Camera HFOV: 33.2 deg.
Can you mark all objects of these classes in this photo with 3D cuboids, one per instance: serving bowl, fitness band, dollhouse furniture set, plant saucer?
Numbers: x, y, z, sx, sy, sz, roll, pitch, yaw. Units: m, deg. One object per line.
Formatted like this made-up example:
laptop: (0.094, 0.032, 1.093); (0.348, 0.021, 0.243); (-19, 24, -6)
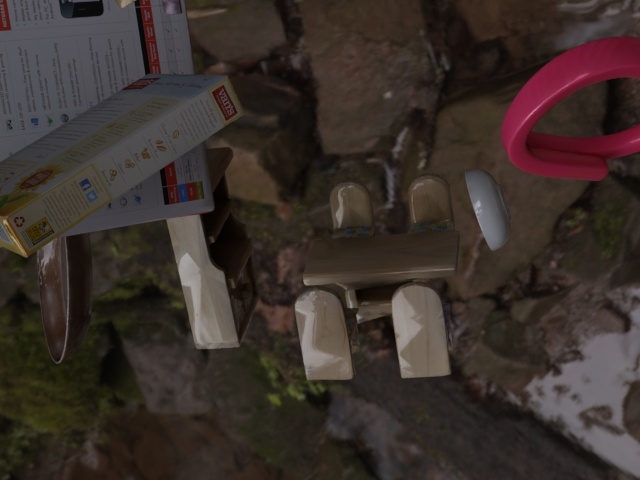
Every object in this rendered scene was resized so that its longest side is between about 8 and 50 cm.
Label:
serving bowl: (0.168, -0.033, 1.048); (0.027, 0.083, 0.083); (-18, 97, 15)
fitness band: (0.340, -0.154, 1.266); (0.209, 0.291, 0.054); (-47, 53, 42)
dollhouse furniture set: (0.000, 0.000, 1.566); (0.394, 0.362, 0.256); (-4, 117, 12)
plant saucer: (-0.414, 0.042, 1.737); (0.310, 0.050, 0.311); (176, 90, -68)

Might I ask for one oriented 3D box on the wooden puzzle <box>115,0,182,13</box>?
wooden puzzle: (-0.100, -0.154, 0.565); (0.049, 0.006, 0.083); (-23, 112, 26)

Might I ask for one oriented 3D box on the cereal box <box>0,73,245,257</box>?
cereal box: (-0.207, -0.078, 0.983); (0.173, 0.240, 0.047); (15, 135, 56)

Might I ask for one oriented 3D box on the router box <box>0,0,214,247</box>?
router box: (-0.282, -0.172, 1.111); (0.082, 0.301, 0.335); (4, 102, 60)
